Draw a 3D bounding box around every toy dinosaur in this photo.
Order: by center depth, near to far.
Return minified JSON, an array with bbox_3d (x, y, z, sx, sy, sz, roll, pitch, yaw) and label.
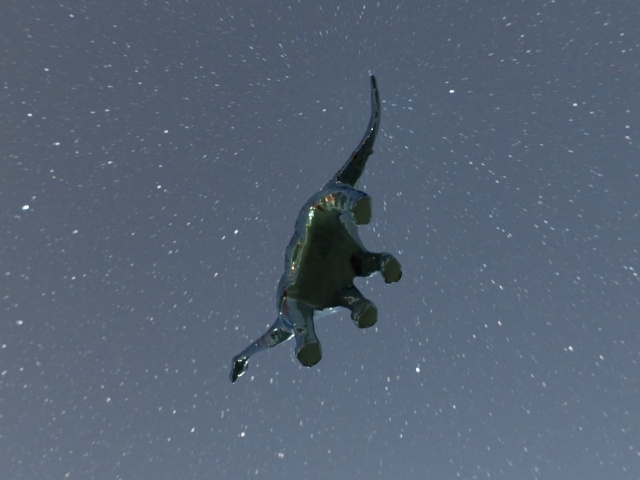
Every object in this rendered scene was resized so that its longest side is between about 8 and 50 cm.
[{"bbox_3d":[0.008,0.021,0.507,0.076,0.144,0.329,18,-76,-32],"label":"toy dinosaur"}]
